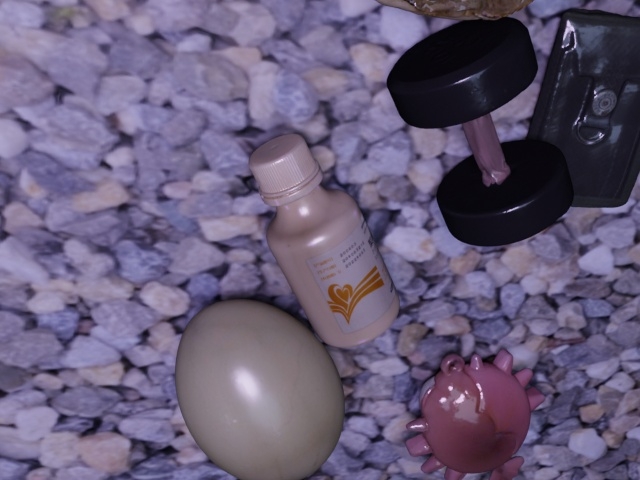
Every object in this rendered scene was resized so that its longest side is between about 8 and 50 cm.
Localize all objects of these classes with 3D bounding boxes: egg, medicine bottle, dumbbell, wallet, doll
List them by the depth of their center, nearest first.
[{"bbox_3d":[0.180,-0.116,0.781,0.152,0.152,0.218,-29,119,-1],"label":"dumbbell"},{"bbox_3d":[0.000,0.000,0.809,0.114,0.114,0.252,-28,118,-1],"label":"medicine bottle"},{"bbox_3d":[-0.071,0.177,0.832,0.186,0.186,0.242,-28,117,-1],"label":"egg"},{"bbox_3d":[0.342,-0.152,0.872,0.168,0.052,0.245,2,117,-13],"label":"wallet"},{"bbox_3d":[0.225,0.261,1.010,0.211,0.093,0.262,-36,119,-1],"label":"doll"}]

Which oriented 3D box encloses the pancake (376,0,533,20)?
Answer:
[{"bbox_3d":[0.129,-0.405,0.667,0.386,0.082,0.387,-5,109,-15],"label":"pancake"}]
